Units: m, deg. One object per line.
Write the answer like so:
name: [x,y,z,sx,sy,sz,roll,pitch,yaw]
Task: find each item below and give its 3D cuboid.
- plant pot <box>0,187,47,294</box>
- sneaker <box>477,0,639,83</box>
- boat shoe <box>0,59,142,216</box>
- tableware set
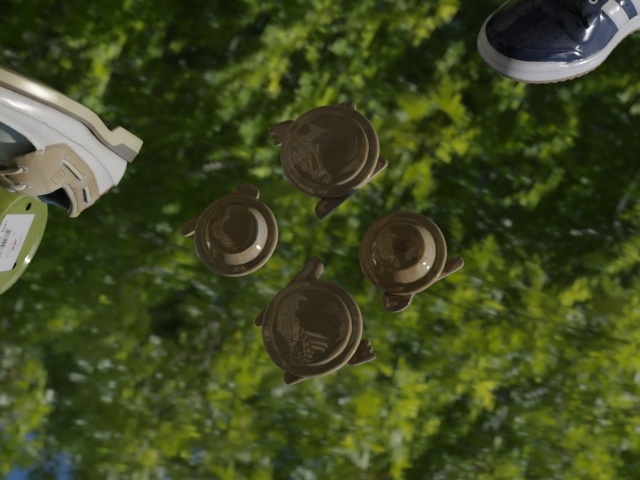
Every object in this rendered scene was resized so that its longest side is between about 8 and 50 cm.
plant pot: [-0.471,-0.056,1.786,0.293,0.275,0.275,27,-85,14]
sneaker: [0.260,-0.244,1.337,0.282,0.153,0.099,-25,-120,-23]
boat shoe: [-0.263,-0.092,1.425,0.113,0.302,0.103,30,-90,25]
tableware set: [0.000,0.000,0.993,0.141,0.020,0.169,-35,-110,-3]
